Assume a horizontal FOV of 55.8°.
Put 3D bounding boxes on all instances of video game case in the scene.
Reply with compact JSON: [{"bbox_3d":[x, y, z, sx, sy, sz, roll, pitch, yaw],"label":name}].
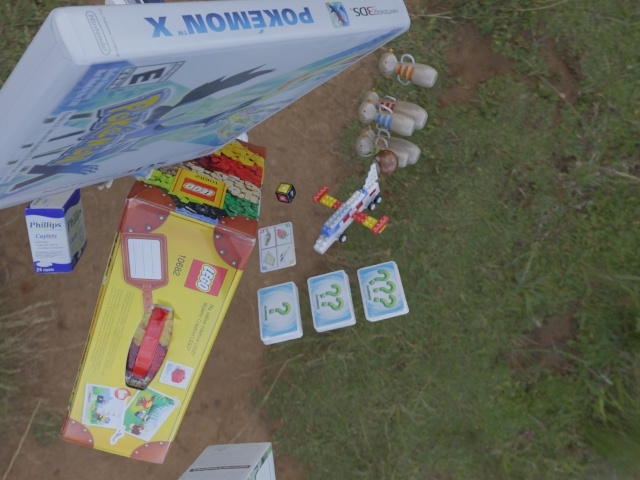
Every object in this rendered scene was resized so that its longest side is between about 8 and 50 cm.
[{"bbox_3d":[-0.132,-0.109,0.516,0.300,0.329,0.036,-25,93,-43],"label":"video game case"}]

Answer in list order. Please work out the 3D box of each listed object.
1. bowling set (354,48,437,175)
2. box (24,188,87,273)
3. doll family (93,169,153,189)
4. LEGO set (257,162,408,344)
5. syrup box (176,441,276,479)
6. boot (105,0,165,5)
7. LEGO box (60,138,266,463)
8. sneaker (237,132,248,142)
[{"bbox_3d":[0.128,-0.244,1.294,0.154,0.200,0.287,24,141,17],"label":"bowling set"},{"bbox_3d":[-0.522,-0.023,1.203,0.072,0.126,0.137,-1,114,-7],"label":"box"},{"bbox_3d":[-0.301,-0.108,0.768,0.193,0.076,0.111,-11,157,35],"label":"doll family"},{"bbox_3d":[0.000,0.000,0.780,0.182,0.244,0.060,-13,141,6],"label":"LEGO set"},{"bbox_3d":[-0.123,0.320,0.690,0.096,0.237,0.093,-6,92,11],"label":"syrup box"},{"bbox_3d":[-0.246,-0.304,0.918,0.086,0.069,0.190,-24,78,-32],"label":"boot"},{"bbox_3d":[-0.276,0.079,1.104,0.193,0.372,0.500,19,118,-13],"label":"LEGO box"},{"bbox_3d":[-0.251,-0.297,1.343,0.086,0.085,0.237,-32,91,-22],"label":"sneaker"}]
